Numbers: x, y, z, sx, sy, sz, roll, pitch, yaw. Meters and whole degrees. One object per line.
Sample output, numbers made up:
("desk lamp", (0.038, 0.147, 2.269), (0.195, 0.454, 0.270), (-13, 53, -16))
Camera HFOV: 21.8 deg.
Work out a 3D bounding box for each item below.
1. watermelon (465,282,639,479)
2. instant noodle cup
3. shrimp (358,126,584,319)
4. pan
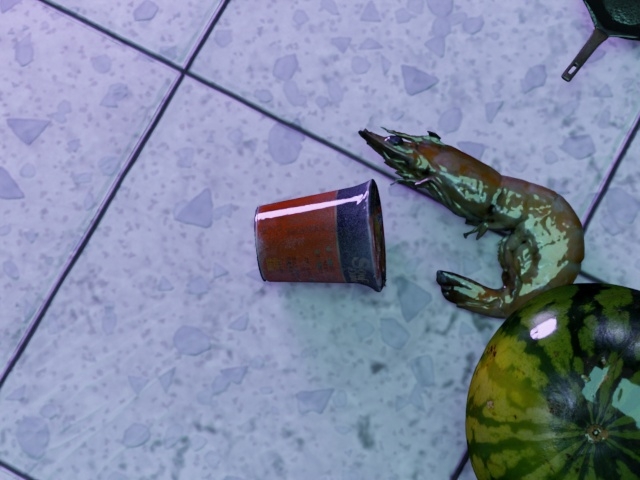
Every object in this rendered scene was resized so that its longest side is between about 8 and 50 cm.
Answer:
("watermelon", (0.288, 0.182, 1.715), (0.285, 0.285, 0.285), (0, 76, 1))
("instant noodle cup", (0.000, -0.002, 1.859), (0.136, 0.127, 0.127), (-5, 75, 9))
("shrimp", (0.155, -0.018, 1.889), (0.296, 0.058, 0.169), (26, 80, 4))
("pan", (0.337, -0.274, 1.950), (0.202, 0.048, 0.128), (-29, 75, -8))
